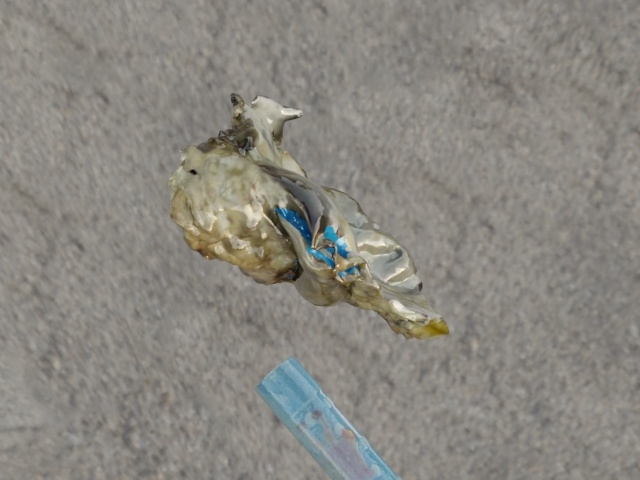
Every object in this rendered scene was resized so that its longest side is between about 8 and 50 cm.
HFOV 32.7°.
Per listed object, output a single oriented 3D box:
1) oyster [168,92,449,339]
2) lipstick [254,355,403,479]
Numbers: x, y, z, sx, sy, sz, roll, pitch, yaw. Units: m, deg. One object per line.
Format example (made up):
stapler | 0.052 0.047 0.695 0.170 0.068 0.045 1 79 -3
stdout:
oyster | 0.000 0.000 0.732 0.083 0.214 0.223 -43 98 14
lipstick | 0.010 0.175 0.963 0.048 0.048 0.158 -40 82 -15
